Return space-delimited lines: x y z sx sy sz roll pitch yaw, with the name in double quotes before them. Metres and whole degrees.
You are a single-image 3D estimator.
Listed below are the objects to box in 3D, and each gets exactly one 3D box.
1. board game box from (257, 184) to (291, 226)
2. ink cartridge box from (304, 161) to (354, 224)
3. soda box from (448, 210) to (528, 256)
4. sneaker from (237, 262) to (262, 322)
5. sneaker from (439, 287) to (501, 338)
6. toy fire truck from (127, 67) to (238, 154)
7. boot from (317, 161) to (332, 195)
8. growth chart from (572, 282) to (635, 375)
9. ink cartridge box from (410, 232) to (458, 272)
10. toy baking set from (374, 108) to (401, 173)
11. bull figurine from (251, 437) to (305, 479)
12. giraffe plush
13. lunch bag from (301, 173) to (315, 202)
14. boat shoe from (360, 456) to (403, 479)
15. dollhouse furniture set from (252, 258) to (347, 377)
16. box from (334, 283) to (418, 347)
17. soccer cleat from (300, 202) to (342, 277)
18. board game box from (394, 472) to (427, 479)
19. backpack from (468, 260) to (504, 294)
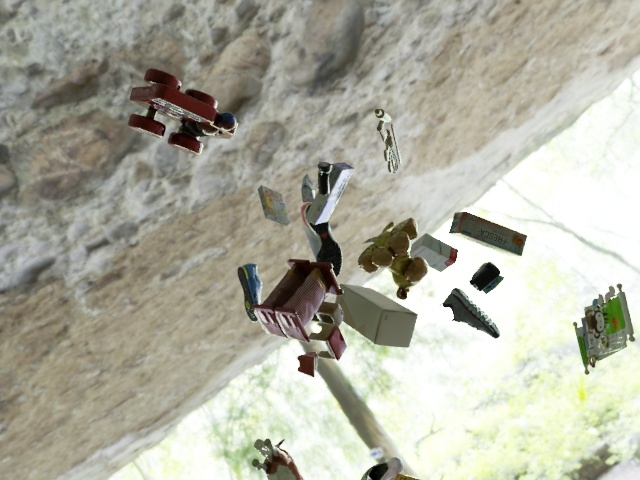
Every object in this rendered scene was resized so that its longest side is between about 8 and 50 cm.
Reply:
"board game box" -0.172 -0.129 2.406 0.103 0.154 0.026 21 -53 -38
"ink cartridge box" 0.030 -0.153 2.111 0.097 0.046 0.207 -19 -40 -61
"soda box" 0.411 -0.015 1.595 0.063 0.183 0.058 176 114 -76
"sneaker" -0.232 0.183 2.305 0.082 0.209 0.069 -11 -2 -39
"sneaker" 0.508 0.267 2.204 0.098 0.223 0.083 -49 -26 17
"toy fire truck" -0.356 -0.339 1.747 0.302 0.254 0.169 21 -93 -40
"boot" 0.011 -0.187 1.985 0.045 0.099 0.121 0 12 -4
"growth chart" 0.723 0.224 1.663 0.021 0.172 0.237 2 -32 -13
"ink cartridge box" 0.496 0.054 2.847 0.127 0.175 0.072 -46 21 55
"toy baking set" 0.206 -0.304 2.003 0.030 0.196 0.256 -7 4 18
"bull figurine" -0.108 0.652 1.784 0.101 0.310 0.188 -37 -38 -1
"giraffe plush" 0.208 0.060 1.706 0.181 0.170 0.210 -42 10 -9
"lunch bag" -0.044 -0.189 2.354 0.053 0.071 0.083 -5 -54 7
"boat shoe" 0.187 0.799 2.216 0.076 0.083 0.226 11 -49 -36
"dollhouse furniture set" -0.018 0.249 1.829 0.201 0.152 0.374 -54 -45 -35
"box" 0.178 0.248 2.184 0.148 0.311 0.121 11 -83 -25
"soccer cleat" 0.000 0.000 2.545 0.109 0.318 0.116 -22 14 -17
"board game box" 0.355 0.970 1.893 0.356 0.356 0.356 -61 -26 -47
"backpack" 0.546 0.124 2.133 0.105 0.084 0.114 -45 -3 10
